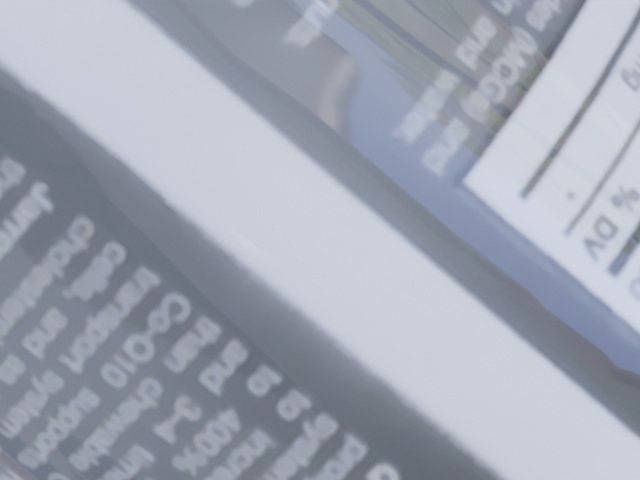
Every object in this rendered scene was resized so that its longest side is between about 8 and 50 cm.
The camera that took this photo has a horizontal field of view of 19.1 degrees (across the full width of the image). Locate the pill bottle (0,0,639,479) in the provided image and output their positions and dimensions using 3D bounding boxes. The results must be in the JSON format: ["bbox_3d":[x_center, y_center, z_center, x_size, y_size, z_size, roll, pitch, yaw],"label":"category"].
[{"bbox_3d":[0.000,0.000,0.430,0.363,0.210,0.210,40,143,-9],"label":"pill bottle"}]
